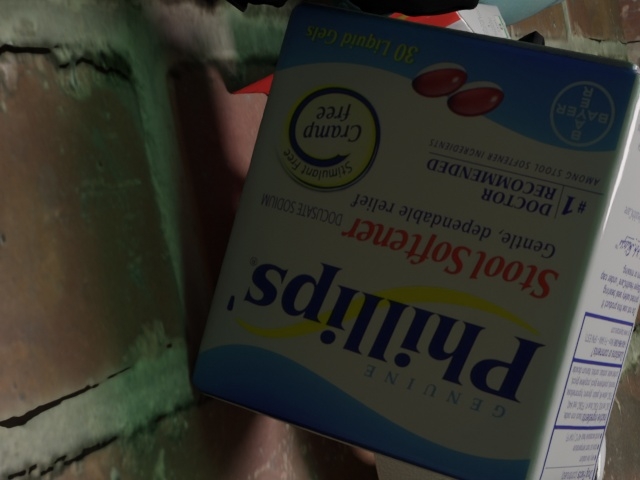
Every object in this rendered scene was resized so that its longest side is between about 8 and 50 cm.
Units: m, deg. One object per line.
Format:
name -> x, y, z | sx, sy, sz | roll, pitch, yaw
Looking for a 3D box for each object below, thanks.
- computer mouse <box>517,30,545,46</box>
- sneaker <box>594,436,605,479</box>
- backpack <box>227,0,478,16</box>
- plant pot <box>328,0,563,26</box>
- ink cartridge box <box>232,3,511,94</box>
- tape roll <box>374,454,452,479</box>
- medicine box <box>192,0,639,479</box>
computer mouse -> 0.161, -0.101, 1.453 | 0.184, 0.060, 0.262 | 69, 31, -64
sneaker -> 0.201, 0.226, 1.381 | 0.153, 0.101, 0.268 | 32, 58, -78
backpack -> 0.001, -0.265, 1.097 | 0.276, 0.263, 0.213 | 18, 93, -64
plant pot -> 0.100, -0.305, 1.435 | 0.196, 0.293, 0.293 | -40, 121, -36
ink cartridge box -> 0.052, -0.141, 1.316 | 0.056, 0.181, 0.225 | 66, 22, 1
tape roll -> 0.105, 0.087, 1.409 | 0.392, 0.072, 0.392 | -4, 90, -77
medicine box -> 0.086, 0.006, 1.108 | 0.149, 0.263, 0.289 | 15, 90, -64
